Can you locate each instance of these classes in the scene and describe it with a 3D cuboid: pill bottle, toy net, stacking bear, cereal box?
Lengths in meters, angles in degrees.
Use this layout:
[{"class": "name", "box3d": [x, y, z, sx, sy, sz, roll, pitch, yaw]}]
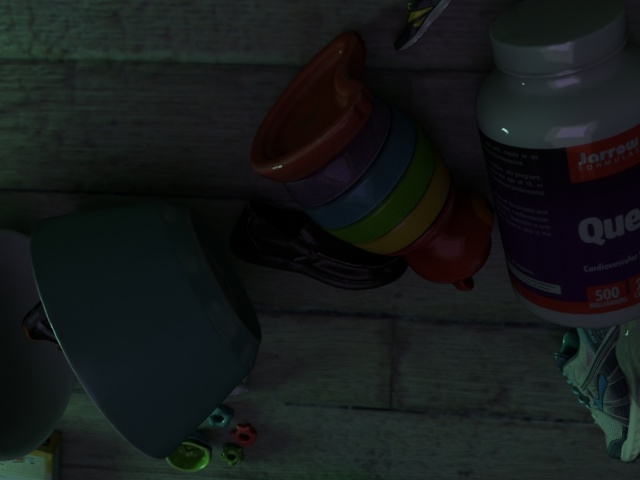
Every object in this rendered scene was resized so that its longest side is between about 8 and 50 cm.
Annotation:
[{"class": "pill bottle", "box3d": [0.262, -0.079, 0.895, 0.181, 0.181, 0.323, -11, 124, 14]}, {"class": "toy net", "box3d": [-0.143, 0.255, 1.265, 0.122, 0.045, 0.232, 18, 125, -6]}, {"class": "stacking bear", "box3d": [0.080, -0.056, 0.956, 0.164, 0.175, 0.289, -38, 121, 26]}, {"class": "cereal box", "box3d": [-0.506, 0.384, 1.399, 0.173, 0.047, 0.240, 13, 126, -2]}]

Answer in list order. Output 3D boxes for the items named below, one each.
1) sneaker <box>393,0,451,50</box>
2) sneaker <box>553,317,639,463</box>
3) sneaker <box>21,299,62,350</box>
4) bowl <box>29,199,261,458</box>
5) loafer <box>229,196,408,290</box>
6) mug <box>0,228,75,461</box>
[{"class": "sneaker", "box3d": [0.101, -0.232, 0.902, 0.035, 0.031, 0.083, 41, 117, -5]}, {"class": "sneaker", "box3d": [0.366, 0.165, 1.123, 0.122, 0.110, 0.283, 5, 125, 25]}, {"class": "sneaker", "box3d": [-0.299, 0.107, 1.111, 0.083, 0.084, 0.215, -33, 154, 1]}, {"class": "bowl", "box3d": [-0.179, 0.076, 1.015, 0.163, 0.311, 0.311, -28, 119, 3]}, {"class": "loafer", "box3d": [0.000, 0.000, 1.044, 0.220, 0.080, 0.078, 9, 126, 1]}, {"class": "mug", "box3d": [-0.503, 0.153, 1.126, 0.328, 0.276, 0.374, -5, 155, 17]}]
